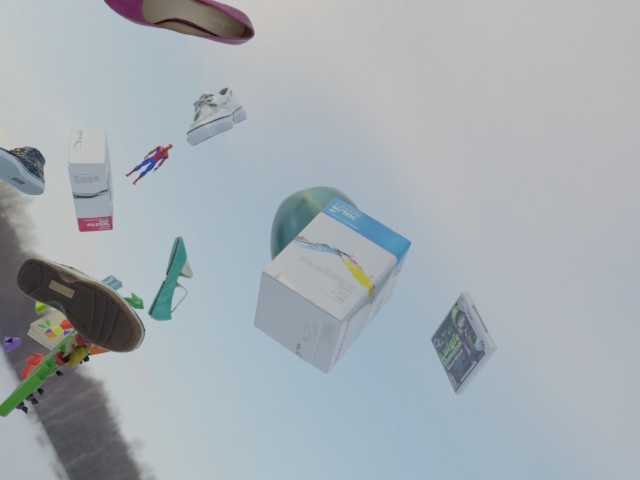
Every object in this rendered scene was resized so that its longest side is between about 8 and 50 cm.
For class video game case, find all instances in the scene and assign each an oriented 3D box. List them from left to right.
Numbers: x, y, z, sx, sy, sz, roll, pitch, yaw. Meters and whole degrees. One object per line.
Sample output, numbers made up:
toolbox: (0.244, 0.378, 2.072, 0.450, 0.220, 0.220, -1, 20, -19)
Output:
video game case: (0.341, 0.248, 1.987, 0.190, 0.022, 0.173, 115, -34, -41)

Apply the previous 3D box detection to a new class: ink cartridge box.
ink cartridge box: (-0.639, -0.169, 2.306, 0.172, 0.100, 0.237, -105, -165, -47)
ink cartridge box: (0.023, 0.092, 1.720, 0.197, 0.270, 0.198, 32, -39, 15)

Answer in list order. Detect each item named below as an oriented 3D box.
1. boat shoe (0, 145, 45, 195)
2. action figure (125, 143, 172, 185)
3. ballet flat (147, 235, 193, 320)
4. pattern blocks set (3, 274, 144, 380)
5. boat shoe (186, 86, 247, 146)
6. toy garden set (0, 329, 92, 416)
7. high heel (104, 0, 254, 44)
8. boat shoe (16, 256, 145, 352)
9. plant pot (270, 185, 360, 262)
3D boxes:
boat shoe: (-0.624, -0.164, 1.678, 0.183, 0.065, 0.083, 59, 25, -65)
action figure: (-0.354, -0.163, 1.725, 0.038, 0.115, 0.030, 49, -9, -13)
ballet flat: (-0.412, 0.115, 2.349, 0.087, 0.247, 0.083, 20, -8, -12)
pattern blocks set: (-0.579, 0.196, 1.934, 0.285, 0.324, 0.026, 37, -38, 43)
boat shoe: (-0.192, -0.220, 1.433, 0.226, 0.083, 0.076, -68, 134, -74)
toy garden set: (-0.460, 0.211, 1.506, 0.049, 0.204, 0.244, 47, 15, -9)
high heel: (-0.351, -0.581, 2.077, 0.181, 0.377, 0.127, 37, -61, 57)
boat shoe: (-0.388, 0.103, 1.396, 0.257, 0.095, 0.095, 32, 3, 18)
plant pot: (0.000, 0.000, 2.177, 0.293, 0.293, 0.235, 112, -32, -61)
